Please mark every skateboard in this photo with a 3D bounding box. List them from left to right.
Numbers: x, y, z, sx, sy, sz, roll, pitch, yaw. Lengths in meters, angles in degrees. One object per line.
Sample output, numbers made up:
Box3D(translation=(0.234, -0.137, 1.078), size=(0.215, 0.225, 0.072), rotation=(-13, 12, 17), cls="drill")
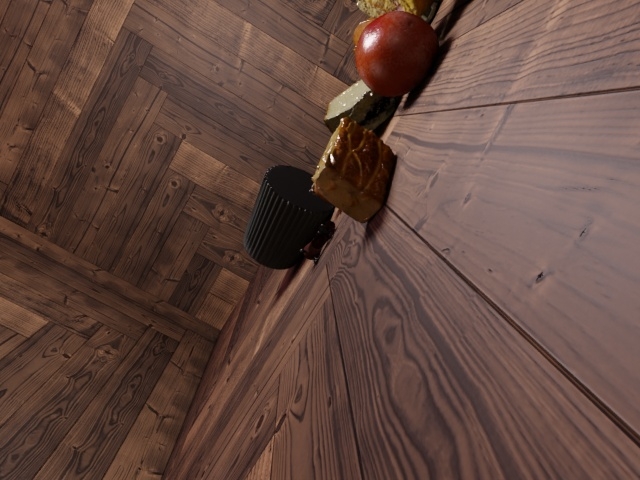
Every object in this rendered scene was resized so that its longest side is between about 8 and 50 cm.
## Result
Box3D(translation=(0.000, 0.000, 1.602), size=(0.151, 0.067, 0.080), rotation=(-54, -1, 6), cls="skateboard")

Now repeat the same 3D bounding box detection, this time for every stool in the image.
Box3D(translation=(-0.138, -0.081, 1.934), size=(0.330, 0.297, 0.297), rotation=(-61, 7, 33), cls="stool")

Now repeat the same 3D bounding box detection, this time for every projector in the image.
Box3D(translation=(0.463, -1.030, 2.208), size=(0.193, 0.088, 0.269), rotation=(-49, 15, 49), cls="projector")

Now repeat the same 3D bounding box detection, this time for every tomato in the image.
Box3D(translation=(0.236, -0.598, 1.559), size=(0.264, 0.265, 0.265), rotation=(-58, 9, 14), cls="tomato")

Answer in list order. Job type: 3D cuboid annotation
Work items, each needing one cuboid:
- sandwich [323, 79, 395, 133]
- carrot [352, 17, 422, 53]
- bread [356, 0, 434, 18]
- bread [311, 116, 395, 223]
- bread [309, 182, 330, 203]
Box3D(translation=(0.151, -0.503, 1.847), size=(0.262, 0.131, 0.325), rotation=(-31, 23, 19), cls="sandwich")
Box3D(translation=(0.262, -0.773, 1.813), size=(0.254, 0.196, 0.196), rotation=(-48, 1, -31), cls="carrot")
Box3D(translation=(0.312, -0.896, 1.687), size=(0.375, 0.237, 0.165), rotation=(-56, -13, -31), cls="bread")
Box3D(translation=(0.092, -0.192, 1.264), size=(0.114, 0.185, 0.274), rotation=(-47, 15, 36), cls="bread")
Box3D(translation=(0.075, -0.239, 1.670), size=(0.241, 0.136, 0.107), rotation=(-57, 11, 24), cls="bread")
